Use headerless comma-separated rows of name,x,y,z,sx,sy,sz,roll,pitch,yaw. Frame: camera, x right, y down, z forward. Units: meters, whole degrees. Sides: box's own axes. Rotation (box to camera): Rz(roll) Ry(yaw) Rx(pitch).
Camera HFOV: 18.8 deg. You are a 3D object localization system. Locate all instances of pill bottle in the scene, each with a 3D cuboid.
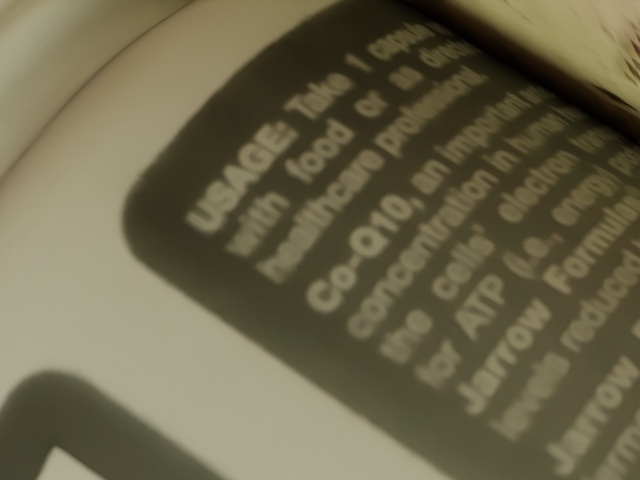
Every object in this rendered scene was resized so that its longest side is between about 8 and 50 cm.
pill bottle,0.018,0.047,0.380,0.283,0.161,0.161,34,178,15
